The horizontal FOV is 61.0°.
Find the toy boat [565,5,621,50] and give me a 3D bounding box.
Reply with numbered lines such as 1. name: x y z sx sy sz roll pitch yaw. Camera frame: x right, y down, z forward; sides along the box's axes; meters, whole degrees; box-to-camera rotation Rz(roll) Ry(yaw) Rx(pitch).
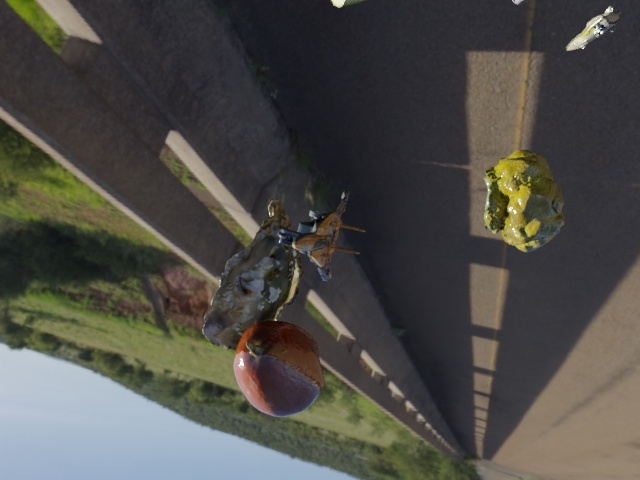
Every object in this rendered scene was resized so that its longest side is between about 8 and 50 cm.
1. toy boat: 0.853 -0.657 1.725 0.084 0.066 0.210 -23 177 -20

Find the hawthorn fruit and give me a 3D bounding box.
1. hawthorn fruit: -0.097 0.247 1.113 0.200 0.199 0.251 10 153 23

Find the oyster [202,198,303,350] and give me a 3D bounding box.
1. oyster: -0.127 0.103 1.328 0.204 0.396 0.111 25 175 26

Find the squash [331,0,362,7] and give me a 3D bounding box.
1. squash: 0.125 -0.667 1.394 0.094 0.224 0.094 42 145 38

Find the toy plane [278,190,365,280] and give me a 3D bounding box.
1. toy plane: -0.011 -0.003 1.064 0.103 0.204 0.316 17 -172 22

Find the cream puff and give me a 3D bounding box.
1. cream puff: 0.528 -0.098 1.472 0.185 0.281 0.282 -15 159 2

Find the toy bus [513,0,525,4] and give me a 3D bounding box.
1. toy bus: 0.398 -0.466 0.828 0.112 0.138 0.317 54 173 -9
